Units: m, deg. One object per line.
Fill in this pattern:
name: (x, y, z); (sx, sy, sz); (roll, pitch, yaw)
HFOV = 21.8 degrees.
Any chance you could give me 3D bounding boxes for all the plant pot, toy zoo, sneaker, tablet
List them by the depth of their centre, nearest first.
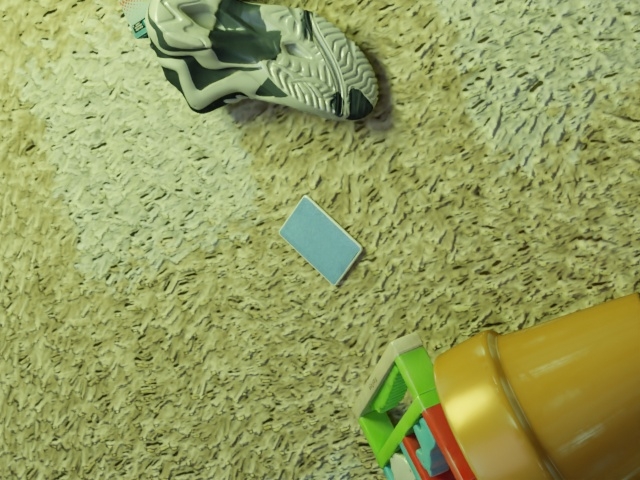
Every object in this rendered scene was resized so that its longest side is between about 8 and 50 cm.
plant pot: (0.232, 0.146, 1.466); (0.188, 0.205, 0.205); (-31, 83, 14)
toy zoo: (0.121, 0.249, 1.534); (0.293, 0.030, 0.192); (63, 160, 18)
sneaker: (-0.066, -0.169, 1.631); (0.234, 0.153, 0.094); (16, 76, -11)
tablet: (0.000, 0.000, 1.663); (0.083, 0.006, 0.054); (44, 116, 16)

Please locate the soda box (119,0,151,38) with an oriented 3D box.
soda box: (-0.115, -0.268, 1.648); (0.183, 0.058, 0.063); (-27, 84, 31)
